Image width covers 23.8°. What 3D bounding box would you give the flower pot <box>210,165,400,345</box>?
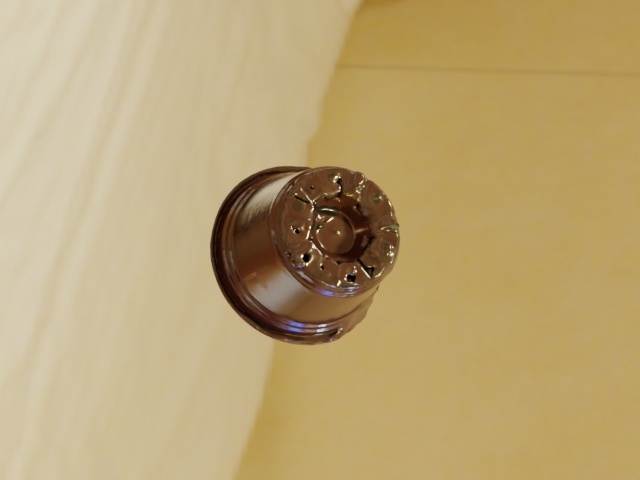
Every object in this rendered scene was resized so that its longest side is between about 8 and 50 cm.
[{"bbox_3d":[0.000,0.000,0.869,0.089,0.111,0.111,148,-44,-67],"label":"flower pot"}]
